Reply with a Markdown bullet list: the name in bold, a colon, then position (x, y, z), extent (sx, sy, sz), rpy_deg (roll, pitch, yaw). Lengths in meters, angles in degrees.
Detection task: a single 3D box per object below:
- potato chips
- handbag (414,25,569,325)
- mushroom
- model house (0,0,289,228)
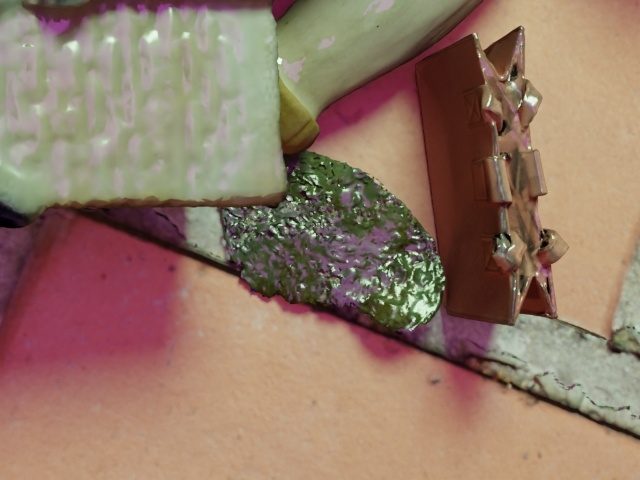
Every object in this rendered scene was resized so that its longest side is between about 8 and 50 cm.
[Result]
- **potato chips**: position (0.000, 0.000, 0.900), extent (0.142, 0.026, 0.209), rpy_deg (-39, 87, 0)
- **handbag**: position (0.129, -0.045, 0.865), extent (0.059, 0.157, 0.212), rpy_deg (-7, 90, -11)
- **mushroom**: position (0.060, -0.207, 0.877), extent (0.350, 0.128, 0.128), rpy_deg (-42, 96, -7)
- **model house**: position (-0.185, -0.158, 0.731), extent (0.284, 0.243, 0.298), rpy_deg (-7, 95, -28)
